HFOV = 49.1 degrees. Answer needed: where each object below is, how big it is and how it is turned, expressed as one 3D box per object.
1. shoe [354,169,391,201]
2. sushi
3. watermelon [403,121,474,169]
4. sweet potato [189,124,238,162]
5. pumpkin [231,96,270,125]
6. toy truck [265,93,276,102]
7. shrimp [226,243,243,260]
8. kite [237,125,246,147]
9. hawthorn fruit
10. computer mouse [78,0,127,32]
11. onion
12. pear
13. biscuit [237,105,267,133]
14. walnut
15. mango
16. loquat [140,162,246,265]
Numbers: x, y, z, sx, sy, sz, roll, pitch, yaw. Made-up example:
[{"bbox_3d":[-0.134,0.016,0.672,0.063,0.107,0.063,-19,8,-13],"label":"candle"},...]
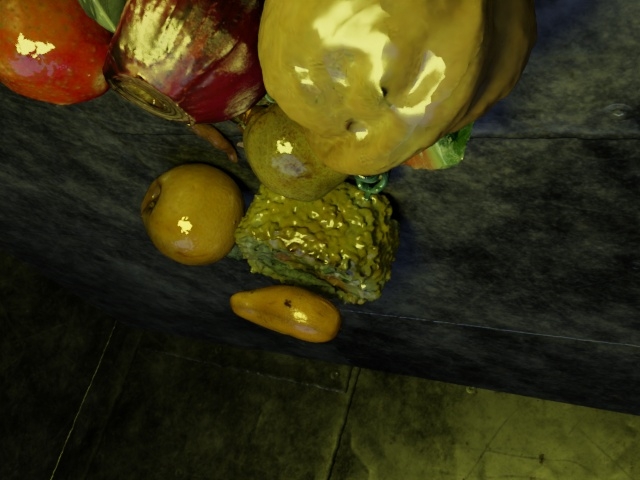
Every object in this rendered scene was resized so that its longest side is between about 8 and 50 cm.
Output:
[{"bbox_3d":[0.111,-0.168,1.475,0.091,0.106,0.207,11,151,11],"label":"shoe"},{"bbox_3d":[0.000,0.000,1.774,0.396,0.240,0.351,18,159,6],"label":"sushi"},{"bbox_3d":[0.174,-0.223,1.247,0.139,0.193,0.256,23,171,-12],"label":"watermelon"},{"bbox_3d":[-0.246,-0.237,1.655,0.044,0.044,0.179,-1,157,38],"label":"sweet potato"},{"bbox_3d":[-0.154,-0.301,1.338,0.107,0.119,0.183,15,157,-26],"label":"pumpkin"},{"bbox_3d":[-0.005,-0.294,1.253,0.191,0.116,0.085,8,-179,-24],"label":"toy truck"},{"bbox_3d":[-0.327,-0.055,2.045,0.172,0.137,0.372,-40,138,21],"label":"shrimp"},{"bbox_3d":[-0.148,-0.225,1.574,0.137,0.005,0.152,-4,147,44],"label":"kite"},{"bbox_3d":[-0.456,-0.377,1.281,0.300,0.254,0.254,-3,162,-15],"label":"hawthorn fruit"},{"bbox_3d":[-0.365,-0.493,1.042,0.167,0.090,0.379,42,155,47],"label":"computer mouse"},{"bbox_3d":[-0.188,-0.315,1.114,0.260,0.282,0.336,28,156,-15],"label":"onion"},{"bbox_3d":[-0.044,-0.192,1.391,0.211,0.188,0.228,32,127,-27],"label":"pear"},{"bbox_3d":[-0.076,-0.228,1.557,0.236,0.039,0.180,28,158,-22],"label":"biscuit"},{"bbox_3d":[0.099,-0.272,0.941,0.383,0.384,0.384,15,157,6],"label":"walnut"},{"bbox_3d":[-0.082,0.177,1.786,0.294,0.120,0.177,16,164,22],"label":"mango"},{"bbox_3d":[-0.319,-0.069,1.823,0.274,0.275,0.275,15,157,6],"label":"loquat"}]
